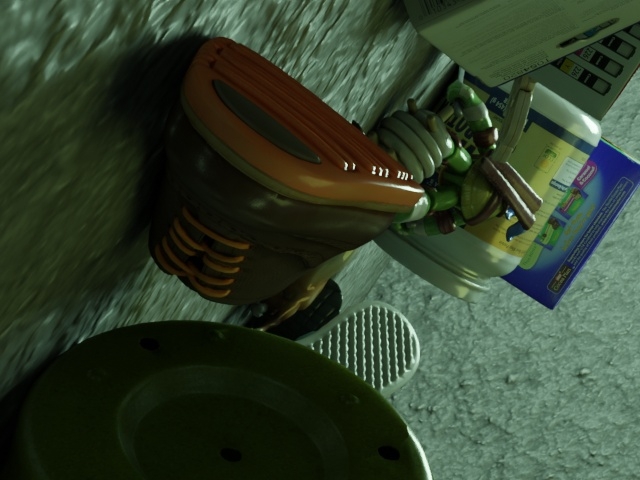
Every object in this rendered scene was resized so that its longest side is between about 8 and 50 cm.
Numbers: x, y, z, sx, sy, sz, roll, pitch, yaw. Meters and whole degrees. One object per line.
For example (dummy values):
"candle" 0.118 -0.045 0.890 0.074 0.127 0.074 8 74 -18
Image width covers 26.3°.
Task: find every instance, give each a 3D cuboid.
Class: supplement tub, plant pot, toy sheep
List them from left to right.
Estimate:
"plant pot" -0.091 0.252 0.842 0.366 0.366 0.353 -47 157 -58
"toy sheep" 0.098 -0.106 1.513 0.132 0.091 0.091 -37 171 -9
"supplement tub" 0.233 -0.090 1.988 0.316 0.228 0.228 -58 174 9

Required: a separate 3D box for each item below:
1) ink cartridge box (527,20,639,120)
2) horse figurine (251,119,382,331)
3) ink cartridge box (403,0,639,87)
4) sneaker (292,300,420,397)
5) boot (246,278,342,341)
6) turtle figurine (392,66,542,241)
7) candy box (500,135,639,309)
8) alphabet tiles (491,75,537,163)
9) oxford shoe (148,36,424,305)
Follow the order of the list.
"ink cartridge box" 0.303 -0.283 1.310 0.130 0.272 0.309 -51 171 -45
"horse figurine" 0.000 0.000 1.374 0.263 0.066 0.174 -56 168 20
"ink cartridge box" 0.206 -0.216 1.182 0.223 0.045 0.224 -23 165 18
"sneaker" -0.050 0.179 1.382 0.366 0.135 0.150 -17 161 -46
"boot" -0.073 0.141 1.590 0.246 0.083 0.161 -56 -174 -6
"turtle figurine" 0.135 -0.101 1.763 0.198 0.275 0.266 -35 162 24
"candy box" 0.307 -0.092 2.153 0.268 0.317 0.122 -57 176 10
"alphabet tiles" 0.255 -0.239 1.626 0.278 0.021 0.284 93 13 -79
"oxford shoe" -0.031 -0.016 0.749 0.133 0.130 0.363 -51 174 4
